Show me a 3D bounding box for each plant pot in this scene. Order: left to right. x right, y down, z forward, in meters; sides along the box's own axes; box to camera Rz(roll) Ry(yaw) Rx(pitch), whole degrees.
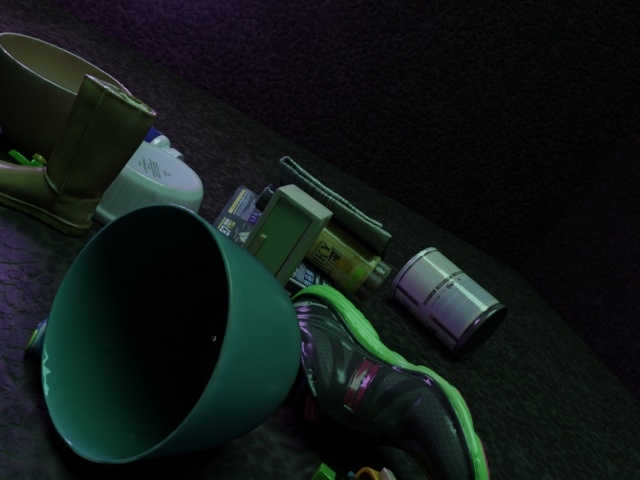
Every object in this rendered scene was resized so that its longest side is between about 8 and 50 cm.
[{"bbox_3d":[-0.575,-0.283,1.199,0.284,0.191,0.284,31,17,-10],"label":"plant pot"},{"bbox_3d":[-0.160,0.129,0.720,0.293,0.293,0.235,46,8,34],"label":"plant pot"}]

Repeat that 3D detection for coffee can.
[{"bbox_3d":[0.371,0.180,1.631,0.275,0.201,0.201,44,20,30],"label":"coffee can"}]

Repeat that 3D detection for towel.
[{"bbox_3d":[0.032,-0.058,1.377,0.324,0.056,0.312,38,-15,8],"label":"towel"}]

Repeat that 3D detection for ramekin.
[{"bbox_3d":[-0.379,-0.115,1.208,0.273,0.127,0.273,31,18,-11],"label":"ramekin"}]

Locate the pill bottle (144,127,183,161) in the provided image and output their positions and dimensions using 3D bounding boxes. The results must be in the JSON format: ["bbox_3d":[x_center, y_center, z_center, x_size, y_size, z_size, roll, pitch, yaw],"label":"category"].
[{"bbox_3d":[-0.452,-0.238,1.432,0.186,0.112,0.112,35,17,2],"label":"pill bottle"}]

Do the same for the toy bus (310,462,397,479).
[{"bbox_3d":[0.069,0.354,0.732,0.191,0.104,0.202,38,6,20],"label":"toy bus"}]

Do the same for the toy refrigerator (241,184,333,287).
[{"bbox_3d":[-0.098,0.032,1.079,0.102,0.269,0.094,37,18,7],"label":"toy refrigerator"}]

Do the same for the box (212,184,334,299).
[{"bbox_3d":[-0.114,0.026,1.362,0.318,0.097,0.395,33,18,-10],"label":"box"}]

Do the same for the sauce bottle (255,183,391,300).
[{"bbox_3d":[0.000,0.000,1.299,0.344,0.111,0.111,37,18,4],"label":"sauce bottle"}]

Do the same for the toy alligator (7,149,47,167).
[{"bbox_3d":[-0.520,-0.109,1.078,0.189,0.056,0.051,35,-23,0],"label":"toy alligator"}]

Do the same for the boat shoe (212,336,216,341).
[{"bbox_3d":[-0.150,0.177,0.959,0.049,0.056,0.152,31,17,8],"label":"boat shoe"}]

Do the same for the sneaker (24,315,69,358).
[{"bbox_3d":[-0.345,0.121,0.774,0.059,0.053,0.144,31,26,-6],"label":"sneaker"}]

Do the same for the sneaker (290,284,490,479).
[{"bbox_3d":[0.066,0.264,0.916,0.202,0.185,0.483,-29,42,-25],"label":"sneaker"}]

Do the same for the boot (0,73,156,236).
[{"bbox_3d":[-0.454,-0.170,0.980,0.236,0.269,0.089,29,16,-18],"label":"boot"}]
